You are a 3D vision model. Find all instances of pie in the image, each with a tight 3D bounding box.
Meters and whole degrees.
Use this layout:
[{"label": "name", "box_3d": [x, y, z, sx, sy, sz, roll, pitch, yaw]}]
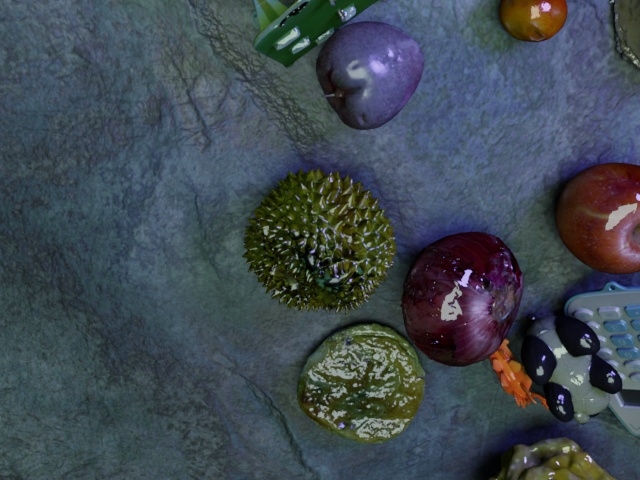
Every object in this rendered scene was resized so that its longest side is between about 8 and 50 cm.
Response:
[{"label": "pie", "box_3d": [0.090, 0.304, 1.189, 0.277, 0.078, 0.277, 0, 112, 1]}]

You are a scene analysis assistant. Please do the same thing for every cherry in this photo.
[{"label": "cherry", "box_3d": [0.077, -0.275, 0.934, 0.176, 0.140, 0.176, -5, 105, -20]}]

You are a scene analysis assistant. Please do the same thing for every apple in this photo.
[{"label": "apple", "box_3d": [0.514, -0.044, 0.996, 0.201, 0.162, 0.201, -4, 117, -7]}]

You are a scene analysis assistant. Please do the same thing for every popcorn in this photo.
[{"label": "popcorn", "box_3d": [0.469, 0.566, 1.175, 0.312, 0.312, 0.312, 1, 111, 2]}]

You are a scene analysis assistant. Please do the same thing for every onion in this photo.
[{"label": "onion", "box_3d": [0.247, 0.098, 1.046, 0.252, 0.219, 0.252, -8, 106, -30]}]

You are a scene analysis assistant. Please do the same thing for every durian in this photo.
[{"label": "durian", "box_3d": [0.001, -0.003, 1.008, 0.291, 0.225, 0.291, 20, 143, 16]}]

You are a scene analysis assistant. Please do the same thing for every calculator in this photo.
[{"label": "calculator", "box_3d": [0.624, 0.227, 1.080, 0.256, 0.054, 0.386, -13, 117, 50]}]

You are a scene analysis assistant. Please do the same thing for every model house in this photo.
[{"label": "model house", "box_3d": [-0.024, -0.477, 0.849, 0.357, 0.242, 0.313, -32, 90, 15]}]

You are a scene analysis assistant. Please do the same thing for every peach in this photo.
[{"label": "peach", "box_3d": [0.335, -0.365, 0.905, 0.100, 0.101, 0.101, 1, 111, 2]}]

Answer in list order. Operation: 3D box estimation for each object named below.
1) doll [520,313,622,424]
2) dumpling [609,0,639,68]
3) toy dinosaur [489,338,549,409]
[{"label": "doll", "box_3d": [0.481, 0.249, 1.106, 0.143, 0.135, 0.234, -32, 98, 12]}, {"label": "dumpling", "box_3d": [0.552, -0.346, 0.891, 0.166, 0.086, 0.332, -31, 94, 24]}, {"label": "toy dinosaur", "box_3d": [0.387, 0.273, 1.142, 0.070, 0.117, 0.288, -38, 102, 15]}]
